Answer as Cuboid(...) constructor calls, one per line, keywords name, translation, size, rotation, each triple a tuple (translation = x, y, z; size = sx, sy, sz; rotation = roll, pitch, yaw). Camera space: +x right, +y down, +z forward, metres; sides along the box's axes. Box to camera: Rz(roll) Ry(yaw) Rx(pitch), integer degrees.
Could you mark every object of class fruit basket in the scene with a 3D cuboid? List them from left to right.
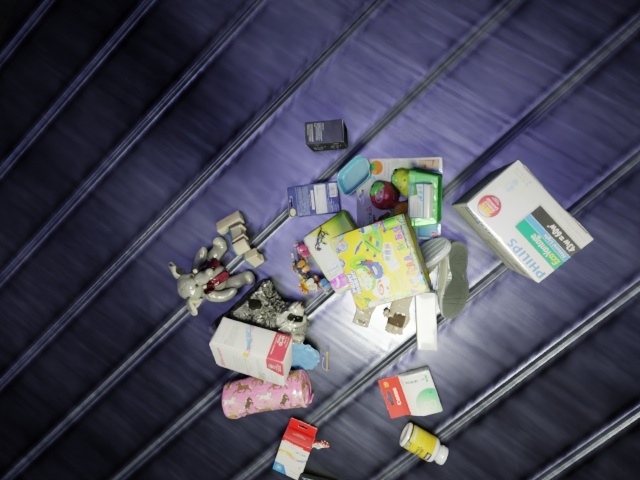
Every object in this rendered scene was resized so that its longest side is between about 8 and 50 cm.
Cuboid(name="fruit basket", translation=(0.305, -0.166, 1.649), size=(0.352, 0.165, 0.328), rotation=(3, 103, 20))

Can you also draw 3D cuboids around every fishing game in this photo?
Cuboid(name="fishing game", translation=(-0.092, 0.499, 1.795), size=(0.263, 0.041, 0.189), rotation=(2, 127, 10))

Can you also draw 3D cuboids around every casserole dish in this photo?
Cuboid(name="casserole dish", translation=(0.142, -0.265, 1.681), size=(0.188, 0.036, 0.114), rotation=(-39, 66, 41))

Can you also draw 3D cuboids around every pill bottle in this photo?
Cuboid(name="pill bottle", translation=(0.433, 0.853, 1.718), size=(0.184, 0.103, 0.103), rotation=(28, 97, 8))

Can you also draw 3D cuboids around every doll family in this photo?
Cuboid(name="doll family", translation=(-0.071, 0.135, 1.741), size=(0.118, 0.163, 0.263), rotation=(-31, 91, -12))

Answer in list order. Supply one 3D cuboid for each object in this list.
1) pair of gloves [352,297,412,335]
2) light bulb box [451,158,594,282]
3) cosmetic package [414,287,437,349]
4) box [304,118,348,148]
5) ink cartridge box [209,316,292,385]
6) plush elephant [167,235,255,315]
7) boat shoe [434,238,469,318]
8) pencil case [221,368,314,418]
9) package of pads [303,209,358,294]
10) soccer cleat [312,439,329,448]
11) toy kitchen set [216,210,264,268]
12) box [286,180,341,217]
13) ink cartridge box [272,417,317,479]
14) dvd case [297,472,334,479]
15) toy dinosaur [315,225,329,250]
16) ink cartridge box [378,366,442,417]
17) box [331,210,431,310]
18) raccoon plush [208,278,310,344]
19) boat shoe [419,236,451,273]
Cuboid(name="pair of gloves", translation=(0.264, 0.287, 1.738), size=(0.239, 0.042, 0.205), rotation=(11, 106, 16))
Cuboid(name="light bulb box", translation=(0.698, -0.073, 1.487), size=(0.225, 0.361, 0.358), rotation=(-42, 86, 10))
Cuboid(name="cosmetic package", translation=(0.430, 0.319, 1.681), size=(0.085, 0.117, 0.232), rotation=(-4, 94, 11))
Cuboid(name="box", translation=(0.026, -0.429, 1.687), size=(0.158, 0.156, 0.093), rotation=(-2, 92, 10))
Cuboid(name="ink cartridge box", translation=(-0.273, 0.456, 1.685), size=(0.305, 0.131, 0.226), rotation=(15, 140, 9))
Cuboid(name="plush elephant", translation=(-0.502, 0.167, 1.763), size=(0.329, 0.255, 0.272), rotation=(-35, 87, 10))
Cuboid(name="boat shoe", translation=(0.529, 0.156, 1.673), size=(0.118, 0.103, 0.321), rotation=(-3, 99, -9))
Cuboid(name="pencil case", translation=(-0.230, 0.671, 1.797), size=(0.385, 0.167, 0.160), rotation=(-14, 56, 11))
Cuboid(name="package of pads", translation=(0.089, 0.052, 1.727), size=(0.229, 0.101, 0.297), rotation=(-33, 85, 13))
Cuboid(name="soccer cleat", translation=(-0.001, 0.915, 1.837), size=(0.083, 0.029, 0.036), rotation=(2, 102, 13))
Cuboid(name="toy kitchen set", translation=(-0.356, 0.009, 1.829), size=(0.122, 0.166, 0.207), rotation=(-27, 52, 10))
Cuboid(name="box", translation=(-0.029, -0.176, 1.772), size=(0.224, 0.036, 0.137), rotation=(-5, 92, 9))
Cuboid(name="ink cartridge box", translation=(-0.112, 0.919, 1.814), size=(0.134, 0.078, 0.231), rotation=(19, 105, 8))
Cuboid(name="dvd case", translation=(-0.042, 1.149, 1.819), size=(0.180, 0.022, 0.253), rotation=(18, 105, -7))
Cuboid(name="toy dinosaur", translation=(0.000, 0.000, 1.685), size=(0.082, 0.047, 0.090), rotation=(-51, 42, 24))
Cuboid(name="ink cartridge box", translation=(0.379, 0.655, 1.743), size=(0.224, 0.056, 0.181), rotation=(-19, 90, 9))
Cuboid(name="box", translation=(0.232, 0.074, 1.539), size=(0.278, 0.177, 0.290), rotation=(-18, 92, 18))
Cuboid(name="raccoon plush", translation=(-0.247, 0.363, 1.812), size=(0.299, 0.216, 0.446), rotation=(47, 131, -10))
Cuboid(name="boat shoe", translation=(0.411, 0.097, 1.657), size=(0.094, 0.109, 0.302), rotation=(29, 126, -29))
